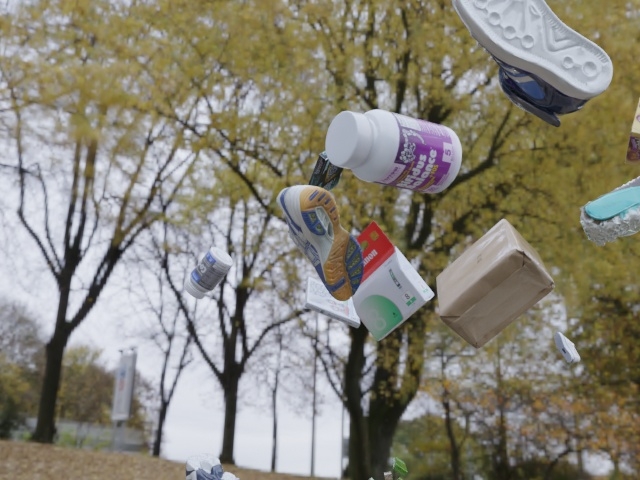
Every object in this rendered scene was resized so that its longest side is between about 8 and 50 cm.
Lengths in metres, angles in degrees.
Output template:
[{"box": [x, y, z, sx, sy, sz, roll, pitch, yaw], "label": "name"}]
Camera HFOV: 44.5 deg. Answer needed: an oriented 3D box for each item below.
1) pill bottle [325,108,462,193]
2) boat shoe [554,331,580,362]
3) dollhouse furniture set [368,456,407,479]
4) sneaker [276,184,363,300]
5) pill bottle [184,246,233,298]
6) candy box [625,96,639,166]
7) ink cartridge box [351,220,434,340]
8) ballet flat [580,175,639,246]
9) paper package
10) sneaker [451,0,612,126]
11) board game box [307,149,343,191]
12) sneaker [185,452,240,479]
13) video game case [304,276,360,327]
[{"box": [0.168, -0.210, 1.818, 0.301, 0.169, 0.169, 7, -20, -34], "label": "pill bottle"}, {"box": [0.637, 0.275, 2.015, 0.035, 0.100, 0.035, 3, -56, -17], "label": "boat shoe"}, {"box": [0.171, 0.649, 2.064, 0.076, 0.152, 0.058, 37, 7, -3], "label": "dollhouse furniture set"}, {"box": [0.000, 0.000, 1.756, 0.131, 0.112, 0.296, 13, -49, 49], "label": "sneaker"}, {"box": [-0.309, 0.091, 2.151, 0.078, 0.078, 0.137, 25, -69, -45], "label": "pill bottle"}, {"box": [0.697, -0.263, 1.668, 0.053, 0.187, 0.109, 12, -29, 20], "label": "candy box"}, {"box": [0.132, 0.096, 1.833, 0.181, 0.225, 0.056, -46, -13, 36], "label": "ink cartridge box"}, {"box": [0.869, -0.104, 2.059, 0.409, 0.147, 0.147, -23, -22, -1], "label": "ballet flat"}, {"box": [0.503, 0.124, 2.312, 0.309, 0.325, 0.168, -43, -82, 17], "label": "paper package"}, {"box": [0.330, -0.329, 1.374, 0.322, 0.130, 0.236, 34, -8, -6], "label": "sneaker"}, {"box": [0.021, -0.182, 2.039, 0.026, 0.126, 0.186, 41, -38, 15], "label": "board game box"}, {"box": [-0.224, 0.571, 1.654, 0.094, 0.153, 0.235, -7, 17, -34], "label": "sneaker"}, {"box": [0.030, 0.152, 1.957, 0.143, 0.019, 0.157, 23, 20, -8], "label": "video game case"}]
